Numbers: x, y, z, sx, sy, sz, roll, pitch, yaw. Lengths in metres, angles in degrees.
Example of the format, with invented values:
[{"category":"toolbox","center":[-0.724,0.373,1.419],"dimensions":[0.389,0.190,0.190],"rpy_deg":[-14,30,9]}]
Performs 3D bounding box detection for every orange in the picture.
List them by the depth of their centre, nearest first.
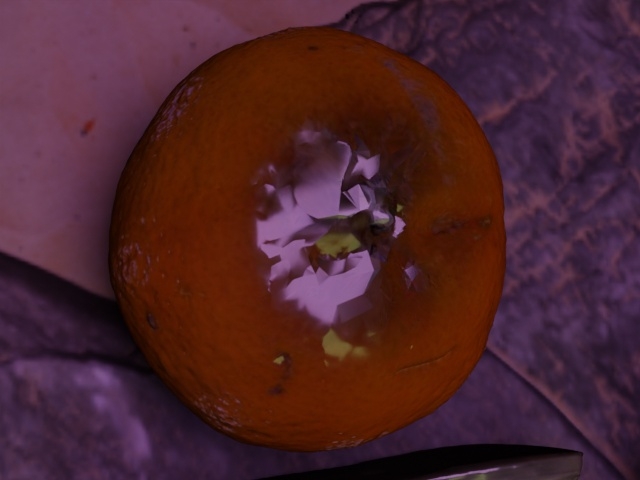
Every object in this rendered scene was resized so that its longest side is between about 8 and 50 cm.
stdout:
[{"category":"orange","center":[0.000,0.000,0.862],"dimensions":[0.224,0.170,0.224],"rpy_deg":[2,83,-18]}]

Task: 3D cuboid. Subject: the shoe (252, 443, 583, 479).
[{"category":"shoe","center":[0.024,0.173,0.886],"dimensions":[0.274,0.103,0.098],"rpy_deg":[-6,88,-21]}]
